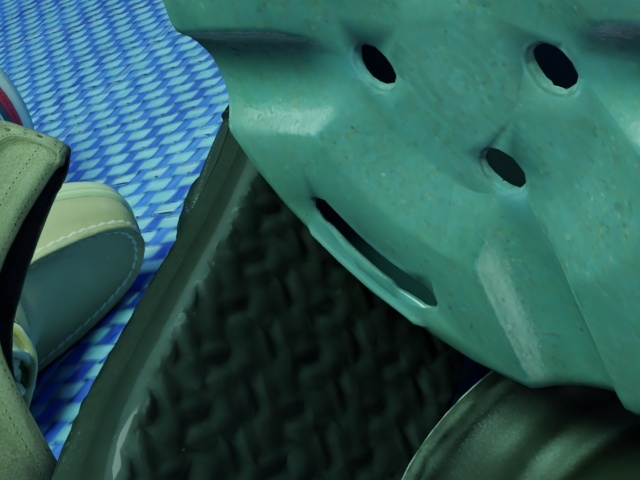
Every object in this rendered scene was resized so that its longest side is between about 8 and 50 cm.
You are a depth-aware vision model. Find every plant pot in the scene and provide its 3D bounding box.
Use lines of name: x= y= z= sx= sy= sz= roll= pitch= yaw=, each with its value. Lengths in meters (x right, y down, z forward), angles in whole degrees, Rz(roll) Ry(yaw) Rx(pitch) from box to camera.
plant pot: x=0.142 y=-0.141 z=0.458 sx=0.334 sy=0.341 sz=0.341 roll=-43 pitch=29 yaw=-27

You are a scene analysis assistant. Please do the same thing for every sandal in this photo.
sandal: x=-0.002 y=-0.001 z=0.586 sx=0.107 sy=0.167 sz=0.445 roll=-31 pitch=20 yaw=40

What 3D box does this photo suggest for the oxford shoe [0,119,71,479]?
oxford shoe: x=-0.138 y=0.114 z=0.441 sx=0.130 sy=0.348 sz=0.123 roll=2 pitch=-13 yaw=-11

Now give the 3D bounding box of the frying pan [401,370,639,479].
frying pan: x=0.098 y=0.118 z=0.381 sx=0.197 sy=0.053 sz=0.326 roll=-15 pitch=30 yaw=26

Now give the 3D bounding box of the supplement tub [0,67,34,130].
supplement tub: x=-0.305 y=-0.009 z=0.856 sx=0.191 sy=0.191 sz=0.272 roll=-19 pitch=28 yaw=21

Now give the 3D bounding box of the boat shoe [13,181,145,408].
boat shoe: x=-0.194 y=0.074 z=0.711 sx=0.098 sy=0.109 sz=0.302 roll=28 pitch=47 yaw=31
